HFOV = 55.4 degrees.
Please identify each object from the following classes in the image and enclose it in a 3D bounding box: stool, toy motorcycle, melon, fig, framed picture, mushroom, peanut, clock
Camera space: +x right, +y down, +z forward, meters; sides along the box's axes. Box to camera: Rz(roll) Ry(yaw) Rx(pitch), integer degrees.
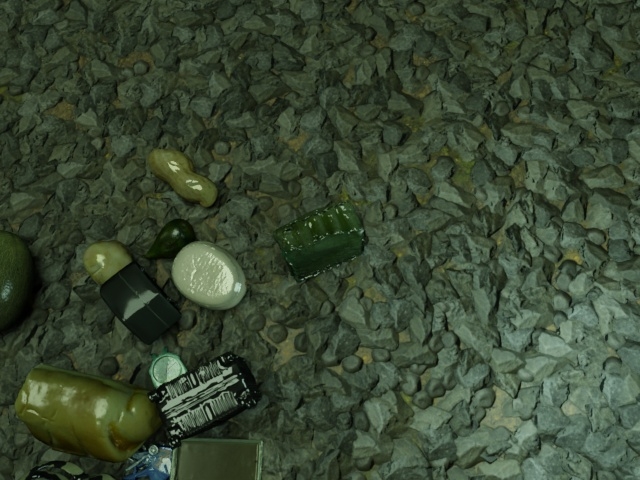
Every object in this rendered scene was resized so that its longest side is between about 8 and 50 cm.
[{"bbox_3d":[-0.507,0.172,1.723,0.141,0.232,0.232,-42,76,-11],"label":"stool"},{"bbox_3d":[-0.433,0.611,1.656,0.204,0.076,0.114,5,79,4],"label":"toy motorcycle"},{"bbox_3d":[-0.950,0.114,1.743,0.237,0.237,0.302,2,68,3],"label":"melon"},{"bbox_3d":[-0.456,0.014,1.833,0.177,0.117,0.117,-41,74,9],"label":"fig"},{"bbox_3d":[-0.282,0.698,1.610,0.247,0.022,0.335,6,71,-14],"label":"framed picture"},{"bbox_3d":[-0.630,0.064,1.812,0.148,0.112,0.148,5,76,-22],"label":"mushroom"},{"bbox_3d":[-0.429,-0.198,1.898,0.263,0.101,0.117,42,98,13],"label":"peanut"},{"bbox_3d":[-0.438,0.369,1.746,0.101,0.041,0.135,-29,72,-7],"label":"clock"}]

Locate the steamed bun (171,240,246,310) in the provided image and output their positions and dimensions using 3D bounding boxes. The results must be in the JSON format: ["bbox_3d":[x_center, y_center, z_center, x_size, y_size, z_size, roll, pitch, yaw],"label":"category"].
[{"bbox_3d":[-0.318,0.106,1.780,0.228,0.131,0.177,32,86,10],"label":"steamed bun"}]

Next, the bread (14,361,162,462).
[{"bbox_3d":[-0.579,0.462,1.592,0.341,0.300,0.210,13,74,1],"label":"bread"}]

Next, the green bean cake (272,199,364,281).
[{"bbox_3d":[0.000,0.000,1.744,0.241,0.255,0.132,-21,70,-1],"label":"green bean cake"}]

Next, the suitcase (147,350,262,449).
[{"bbox_3d":[-0.281,0.408,1.576,0.229,0.335,0.152,-26,77,-7],"label":"suitcase"}]

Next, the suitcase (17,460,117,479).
[{"bbox_3d":[-0.642,0.713,1.485,0.194,0.351,0.339,-37,68,31],"label":"suitcase"}]
